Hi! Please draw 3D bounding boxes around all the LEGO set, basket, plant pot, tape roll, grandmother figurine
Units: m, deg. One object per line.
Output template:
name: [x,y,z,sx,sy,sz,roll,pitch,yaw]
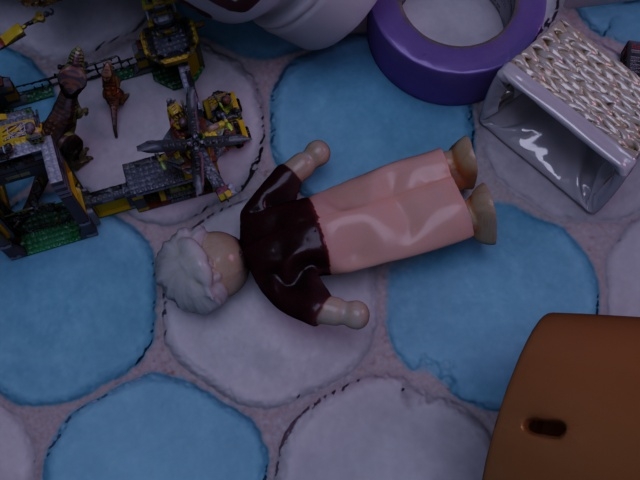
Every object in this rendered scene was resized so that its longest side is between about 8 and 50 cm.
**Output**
LEGO set: [-0.240,-0.130,1.005,0.331,0.192,0.255,-9,73,-3]
basket: [0.266,-0.131,1.051,0.167,0.113,0.103,42,73,12]
plant pot: [0.268,0.184,0.878,0.203,0.291,0.291,17,72,22]
tape roll: [0.145,-0.249,1.104,0.189,0.080,0.189,0,72,1]
grandmother figurine: [0.000,0.000,1.020,0.342,0.104,0.208,-14,54,-1]

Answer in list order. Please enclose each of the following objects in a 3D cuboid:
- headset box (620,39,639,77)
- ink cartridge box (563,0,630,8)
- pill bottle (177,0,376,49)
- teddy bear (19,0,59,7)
headset box: [0.361,-0.179,1.107,0.062,0.032,0.083,10,74,3]
ink cartridge box: [0.435,-0.366,1.074,0.353,0.207,0.119,-10,75,-4]
pill bottle: [-0.123,-0.350,0.973,0.392,0.224,0.224,22,69,-35]
teddy bear: [-0.325,-0.334,1.089,0.338,0.113,0.245,4,36,9]
